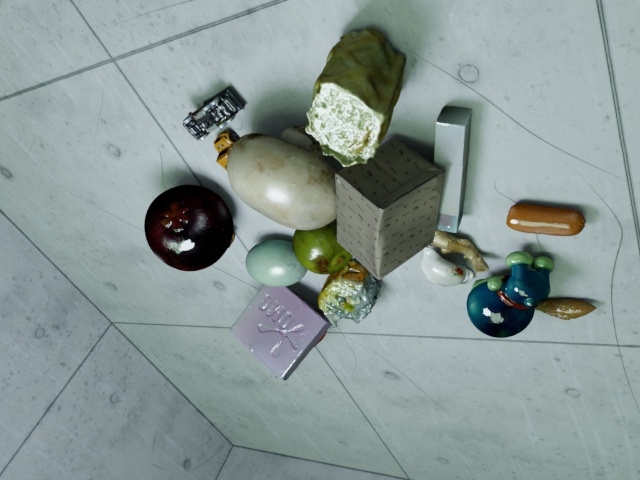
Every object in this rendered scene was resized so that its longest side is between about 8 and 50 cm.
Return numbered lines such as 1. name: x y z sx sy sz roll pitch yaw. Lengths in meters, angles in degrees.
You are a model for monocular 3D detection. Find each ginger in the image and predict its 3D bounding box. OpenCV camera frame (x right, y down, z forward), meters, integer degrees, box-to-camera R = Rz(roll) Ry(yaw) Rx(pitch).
1. ginger: 0.380 0.007 1.771 0.288 0.075 0.089 35 120 -2

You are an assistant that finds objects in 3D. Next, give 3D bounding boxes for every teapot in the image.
1. teapot: 0.384 0.093 1.828 0.226 0.092 0.145 22 -171 -29

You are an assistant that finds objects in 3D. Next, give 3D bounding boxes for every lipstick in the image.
1. lipstick: 0.346 -0.179 1.571 0.079 0.076 0.372 14 140 21

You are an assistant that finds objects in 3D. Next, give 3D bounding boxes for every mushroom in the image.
1. mushroom: -0.083 -0.197 1.692 0.362 0.295 0.362 26 174 3

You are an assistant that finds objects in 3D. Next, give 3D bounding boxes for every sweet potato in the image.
1. sweet potato: 0.734 0.208 1.801 0.205 0.059 0.068 4 104 43

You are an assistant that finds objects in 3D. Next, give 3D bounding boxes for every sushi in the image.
1. sushi: 0.097 0.193 2.104 0.184 0.139 0.274 33 144 -4

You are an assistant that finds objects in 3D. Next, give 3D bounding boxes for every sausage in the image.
1. sausage: 0.597 -0.054 1.566 0.197 0.076 0.076 7 138 22

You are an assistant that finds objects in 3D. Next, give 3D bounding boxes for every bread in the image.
1. bread: 0.085 -0.345 1.395 0.195 0.252 0.239 19 139 9

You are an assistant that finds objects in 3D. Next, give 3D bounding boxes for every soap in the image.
1. soap: -0.153 0.330 2.242 0.296 0.285 0.107 37 -179 20

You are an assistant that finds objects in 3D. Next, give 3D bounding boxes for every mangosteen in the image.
1. mangosteen: -0.450 -0.040 2.072 0.306 0.307 0.347 21 171 9

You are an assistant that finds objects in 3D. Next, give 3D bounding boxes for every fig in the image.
1. fig: 0.000 0.000 1.920 0.225 0.202 0.203 48 159 40

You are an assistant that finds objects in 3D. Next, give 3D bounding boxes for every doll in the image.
1. doll: 0.554 0.176 1.757 0.198 0.186 0.322 10 145 -9

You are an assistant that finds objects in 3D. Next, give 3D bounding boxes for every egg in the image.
1. egg: -0.155 0.081 2.101 0.236 0.169 0.169 -1 135 23

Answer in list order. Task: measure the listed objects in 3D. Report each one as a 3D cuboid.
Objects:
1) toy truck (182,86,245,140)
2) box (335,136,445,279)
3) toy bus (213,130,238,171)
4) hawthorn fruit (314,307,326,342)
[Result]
1. toy truck: -0.314 -0.374 1.740 0.192 0.092 0.083 -22 122 35
2. box: 0.181 -0.085 1.609 0.190 0.225 0.297 43 155 31
3. toy bus: -0.258 -0.247 1.850 0.194 0.088 0.083 44 141 -21
4. hawthorn fruit: -0.079 0.376 2.356 0.196 0.226 0.197 20 155 10
